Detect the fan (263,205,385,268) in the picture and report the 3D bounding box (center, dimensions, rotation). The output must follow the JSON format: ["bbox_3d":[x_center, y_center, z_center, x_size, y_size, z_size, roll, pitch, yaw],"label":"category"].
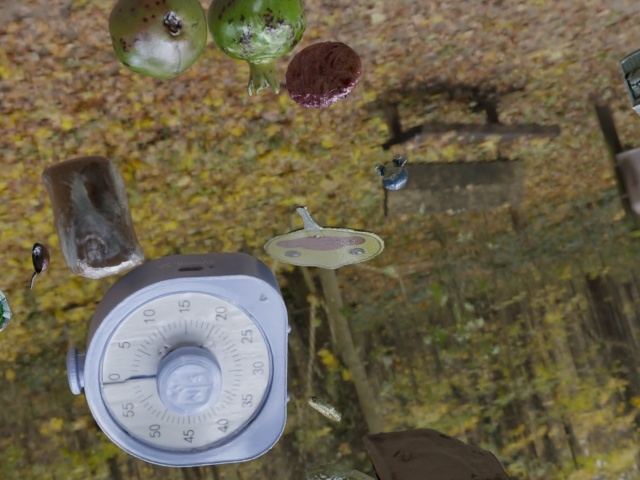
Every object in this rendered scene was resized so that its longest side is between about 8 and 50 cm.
[{"bbox_3d":[0.000,-0.001,1.523,0.230,0.011,0.335,-4,160,9],"label":"fan"}]

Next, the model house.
[{"bbox_3d":[0.257,0.569,1.728,0.317,0.282,0.297,-10,-160,10],"label":"model house"}]

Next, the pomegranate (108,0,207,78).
[{"bbox_3d":[-0.297,-0.392,1.519,0.179,0.179,0.210,-14,-152,-5],"label":"pomegranate"}]

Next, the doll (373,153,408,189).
[{"bbox_3d":[0.171,-0.154,1.897,0.076,0.083,0.050,-29,131,13],"label":"doll"}]

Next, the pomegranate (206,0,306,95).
[{"bbox_3d":[-0.134,-0.444,1.761,0.211,0.263,0.211,-4,-163,1],"label":"pomegranate"}]

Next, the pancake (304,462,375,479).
[{"bbox_3d":[0.026,0.488,1.349,0.254,0.253,0.037,-16,179,12],"label":"pancake"}]

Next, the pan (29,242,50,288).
[{"bbox_3d":[-0.620,0.058,1.823,0.023,0.068,0.115,-2,125,-41],"label":"pan"}]

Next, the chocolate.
[{"bbox_3d":[-0.454,-0.049,1.654,0.157,0.254,0.080,-16,180,-16],"label":"chocolate"}]

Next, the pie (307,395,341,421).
[{"bbox_3d":[0.010,0.351,1.733,0.020,0.084,0.084,-54,-175,-19],"label":"pie"}]

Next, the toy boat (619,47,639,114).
[{"bbox_3d":[0.534,-0.171,1.258,0.085,0.260,0.078,-26,180,-37],"label":"toy boat"}]

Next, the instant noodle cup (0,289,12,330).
[{"bbox_3d":[-0.626,0.151,1.283,0.240,0.178,0.240,5,135,4],"label":"instant noodle cup"}]

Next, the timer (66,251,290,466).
[{"bbox_3d":[-0.243,0.215,1.429,0.395,0.395,0.173,-13,-157,-7],"label":"timer"}]

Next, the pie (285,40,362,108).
[{"bbox_3d":[0.005,-0.308,1.519,0.154,0.154,0.036,-16,148,14],"label":"pie"}]
